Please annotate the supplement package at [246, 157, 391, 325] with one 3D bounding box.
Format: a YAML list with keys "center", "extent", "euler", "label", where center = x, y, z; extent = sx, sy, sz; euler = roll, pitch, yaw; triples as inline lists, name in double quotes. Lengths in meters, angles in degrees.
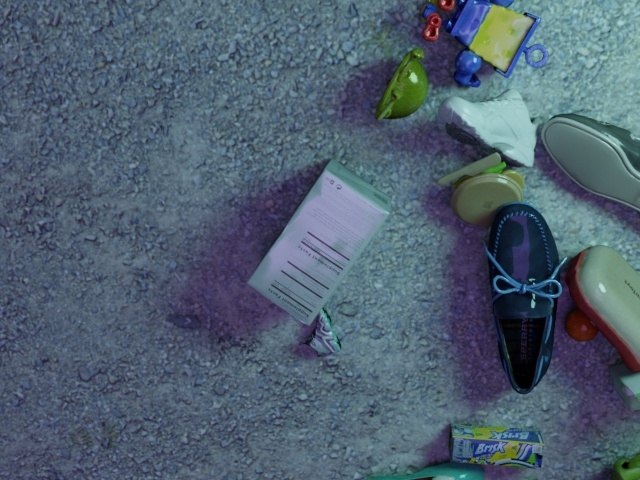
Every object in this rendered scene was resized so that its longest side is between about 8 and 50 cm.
- center: [0.000, 0.000, 1.451]
  extent: [0.134, 0.139, 0.244]
  euler: [34, 105, -3]
  label: "supplement package"

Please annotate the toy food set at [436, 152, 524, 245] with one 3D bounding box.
- center: [0.289, -0.075, 1.432]
  extent: [0.132, 0.038, 0.192]
  euler: [-22, 130, 24]
  label: "toy food set"

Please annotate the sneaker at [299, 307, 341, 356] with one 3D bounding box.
- center: [-0.009, 0.172, 1.545]
  extent: [0.069, 0.038, 0.098]
  euler: [-20, 101, 9]
  label: "sneaker"

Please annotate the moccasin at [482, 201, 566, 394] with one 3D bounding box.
- center: [0.359, 0.106, 1.430]
  extent: [0.137, 0.117, 0.342]
  euler: [-7, 111, 18]
  label: "moccasin"

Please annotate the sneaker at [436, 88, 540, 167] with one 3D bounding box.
- center: [0.280, -0.204, 1.374]
  extent: [0.232, 0.090, 0.115]
  euler: [19, 90, -43]
  label: "sneaker"

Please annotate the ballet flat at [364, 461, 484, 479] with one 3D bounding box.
- center: [0.192, 0.480, 1.577]
  extent: [0.247, 0.087, 0.083]
  euler: [-11, 102, 8]
  label: "ballet flat"

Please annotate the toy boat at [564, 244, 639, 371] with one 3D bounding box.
- center: [0.494, 0.132, 1.455]
  extent: [0.231, 0.151, 0.151]
  euler: [47, 133, -6]
  label: "toy boat"

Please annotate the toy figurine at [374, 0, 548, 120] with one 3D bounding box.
- center: [0.258, -0.308, 1.334]
  extent: [0.217, 0.191, 0.363]
  euler: [25, 106, -6]
  label: "toy figurine"

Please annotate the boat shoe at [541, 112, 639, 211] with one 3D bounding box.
- center: [0.526, -0.121, 1.409]
  extent: [0.335, 0.095, 0.112]
  euler: [32, 140, 1]
  label: "boat shoe"

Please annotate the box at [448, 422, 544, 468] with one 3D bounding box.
- center: [0.326, 0.382, 1.555]
  extent: [0.168, 0.059, 0.054]
  euler: [5, 105, 4]
  label: "box"

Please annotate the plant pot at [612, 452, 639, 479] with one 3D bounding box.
- center: [0.624, 0.519, 1.476]
  extent: [0.276, 0.276, 0.254]
  euler: [-5, 92, 6]
  label: "plant pot"

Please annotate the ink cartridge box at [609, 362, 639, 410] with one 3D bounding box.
- center: [0.600, 0.244, 1.405]
  extent: [0.171, 0.235, 0.056]
  euler: [-15, 97, 8]
  label: "ink cartridge box"
